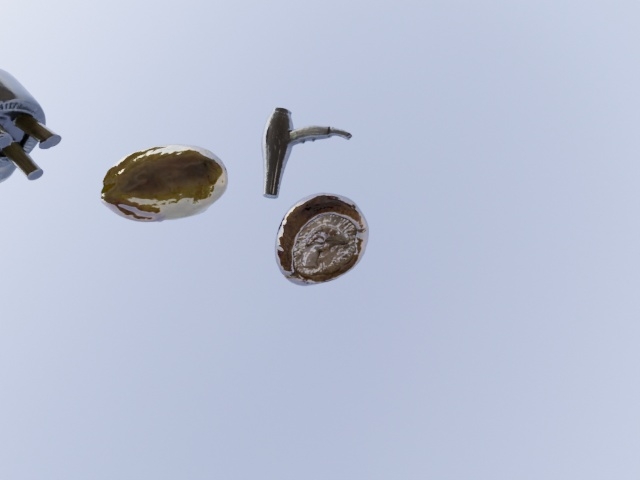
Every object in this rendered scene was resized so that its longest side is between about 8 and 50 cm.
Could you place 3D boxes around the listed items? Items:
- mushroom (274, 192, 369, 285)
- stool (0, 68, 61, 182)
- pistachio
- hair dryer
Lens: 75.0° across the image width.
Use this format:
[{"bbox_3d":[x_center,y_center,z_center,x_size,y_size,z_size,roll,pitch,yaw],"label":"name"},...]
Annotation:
[{"bbox_3d":[0.000,0.000,0.494,0.123,0.123,0.052,-19,-142,-9],"label":"mushroom"},{"bbox_3d":[-0.514,-0.166,0.672,0.153,0.228,0.139,-42,-93,-22],"label":"stool"},{"bbox_3d":[-0.228,-0.088,0.623,0.189,0.100,0.110,-15,-109,3],"label":"pistachio"},{"bbox_3d":[-0.033,-0.188,0.853,0.219,0.075,0.195,0,-99,35],"label":"hair dryer"}]
